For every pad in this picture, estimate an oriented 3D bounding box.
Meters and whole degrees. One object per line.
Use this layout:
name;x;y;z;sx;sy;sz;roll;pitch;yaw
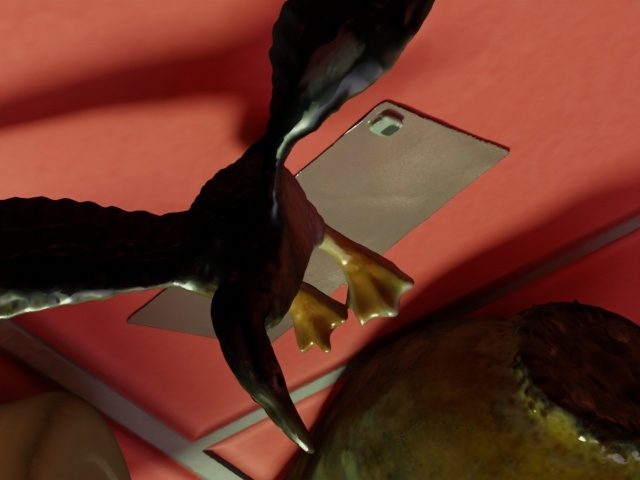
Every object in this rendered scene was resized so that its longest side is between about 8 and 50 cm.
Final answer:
pad;0.000;0.000;0.782;0.188;0.006;0.113;-39;149;26

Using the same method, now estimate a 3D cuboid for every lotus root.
lotus root;0.100;0.178;0.933;0.250;0.250;0.346;-5;143;-32

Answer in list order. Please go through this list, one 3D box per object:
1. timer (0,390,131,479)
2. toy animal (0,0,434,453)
timer;-0.259;0.228;0.754;0.315;0.291;0.291;-4;152;5
toy animal;-0.018;-0.003;0.587;0.272;0.197;0.160;-36;153;13
